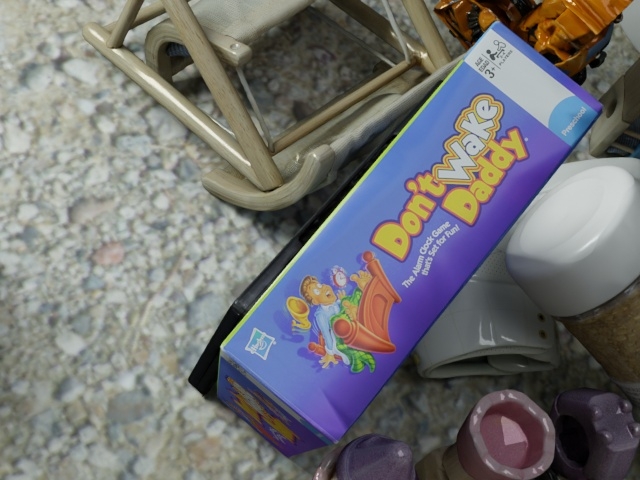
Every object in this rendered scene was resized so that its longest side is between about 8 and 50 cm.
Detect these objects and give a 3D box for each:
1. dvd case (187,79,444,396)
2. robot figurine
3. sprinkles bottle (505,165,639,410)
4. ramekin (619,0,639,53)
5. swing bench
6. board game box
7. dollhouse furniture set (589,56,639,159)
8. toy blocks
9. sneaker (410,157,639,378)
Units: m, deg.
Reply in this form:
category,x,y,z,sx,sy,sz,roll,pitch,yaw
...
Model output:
category,x,y,z,sx,sy,sz,roll,pitch,yaw
dvd case,0.000,0.000,0.883,0.022,0.180,0.253,41,62,3
robot figurine,0.180,-0.225,1.072,0.085,0.291,0.211,-41,90,-5
sprinkles bottle,0.302,0.100,0.940,0.355,0.121,0.121,45,52,-19
ramekin,0.438,-0.277,1.200,0.277,0.277,0.135,39,62,3
swing bench,-0.020,-0.175,1.014,0.253,0.165,0.255,-35,84,-35
board game box,0.036,0.026,0.761,0.078,0.347,0.233,40,77,3
dollhouse furniture set,0.349,-0.074,1.125,0.129,0.129,0.184,20,56,-11
toy blocks,0.173,0.233,0.789,0.308,0.260,0.289,-10,65,-27
sneaker,0.188,0.033,1.017,0.292,0.108,0.169,-16,70,-19
